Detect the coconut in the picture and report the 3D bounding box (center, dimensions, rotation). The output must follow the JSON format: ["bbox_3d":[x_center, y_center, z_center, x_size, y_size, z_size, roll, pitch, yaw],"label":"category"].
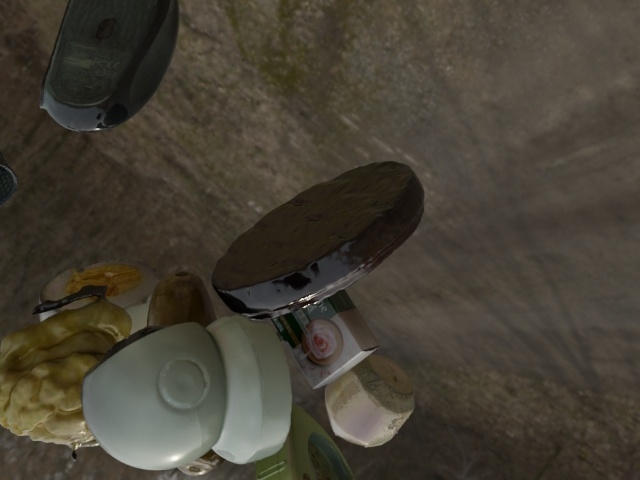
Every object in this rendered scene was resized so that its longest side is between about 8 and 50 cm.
[{"bbox_3d":[0.115,0.407,2.060,0.224,0.234,0.224,27,-166,-7],"label":"coconut"}]

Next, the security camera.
[{"bbox_3d":[-0.174,0.191,1.025,0.236,0.195,0.194,-2,-174,-27],"label":"security camera"}]

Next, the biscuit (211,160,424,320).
[{"bbox_3d":[0.000,0.000,1.448,0.091,0.407,0.407,60,159,-18],"label":"biscuit"}]

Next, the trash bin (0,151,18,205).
[{"bbox_3d":[-0.757,-0.169,1.777,0.161,0.175,0.175,62,179,28],"label":"trash bin"}]

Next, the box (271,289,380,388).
[{"bbox_3d":[-0.001,0.157,1.552,0.199,0.135,0.081,55,-153,15],"label":"box"}]

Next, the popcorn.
[{"bbox_3d":[-0.551,0.279,1.838,0.348,0.382,0.349,13,176,1],"label":"popcorn"}]

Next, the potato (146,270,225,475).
[{"bbox_3d":[-0.227,0.230,1.494,0.195,0.369,0.176,1,158,-39],"label":"potato"}]

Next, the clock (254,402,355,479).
[{"bbox_3d":[-0.006,0.471,1.568,0.308,0.096,0.235,51,-165,-31],"label":"clock"}]

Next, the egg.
[{"bbox_3d":[-0.616,0.275,2.408,0.354,0.354,0.340,24,125,44],"label":"egg"}]

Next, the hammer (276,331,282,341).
[{"bbox_3d":[-0.166,0.311,2.237,0.033,0.287,0.111,-14,112,56],"label":"hammer"}]

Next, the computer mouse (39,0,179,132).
[{"bbox_3d":[-0.373,-0.343,1.477,0.203,0.374,0.114,14,157,6],"label":"computer mouse"}]
